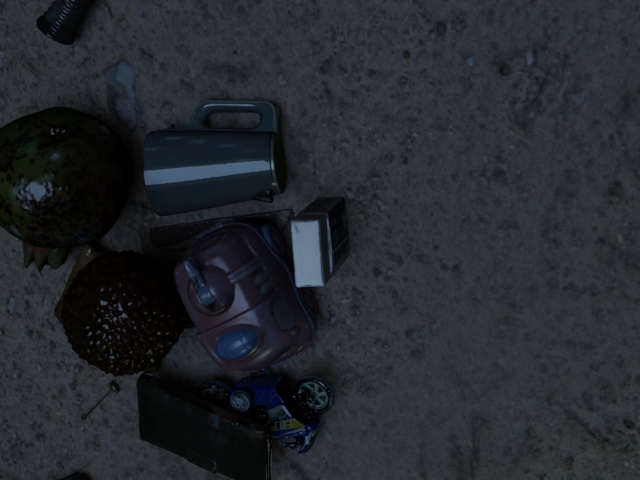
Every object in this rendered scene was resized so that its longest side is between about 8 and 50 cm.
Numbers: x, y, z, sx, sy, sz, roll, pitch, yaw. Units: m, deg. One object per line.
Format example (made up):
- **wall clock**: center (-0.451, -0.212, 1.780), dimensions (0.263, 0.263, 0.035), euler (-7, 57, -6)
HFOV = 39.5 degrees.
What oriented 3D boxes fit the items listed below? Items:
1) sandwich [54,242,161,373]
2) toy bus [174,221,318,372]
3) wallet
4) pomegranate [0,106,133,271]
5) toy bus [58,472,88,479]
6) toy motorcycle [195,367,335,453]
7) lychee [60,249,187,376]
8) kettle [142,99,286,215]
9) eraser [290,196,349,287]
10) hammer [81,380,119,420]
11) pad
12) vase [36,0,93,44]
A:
- **sandwich**: center (-0.399, 0.127, 1.801), dimensions (0.245, 0.063, 0.212), euler (30, 108, 6)
- **toy bus**: center (-0.150, 0.116, 1.645), dimensions (0.197, 0.232, 0.294), euler (-25, 95, 17)
- **wallet**: center (-0.231, 0.378, 1.762), dimensions (0.317, 0.044, 0.168), euler (17, 123, 25)
- **pomegranate**: center (-0.500, -0.077, 1.692), dimensions (0.285, 0.285, 0.340), euler (26, 131, 7)
- **toy bus**: center (-0.582, 0.577, 1.931), dimensions (0.178, 0.098, 0.086), euler (-22, 96, 17)
- **toy motorcycle**: center (-0.108, 0.343, 1.760), dimensions (0.316, 0.113, 0.168), euler (-7, 110, 24)
- **lychee**: center (-0.361, 0.130, 1.638), dimensions (0.236, 0.271, 0.235), euler (0, 79, -3)
- **kettle**: center (-0.190, -0.160, 1.661), dimensions (0.243, 0.160, 0.210), euler (-6, 73, 8)
- **eraser**: center (0.000, 0.000, 1.599), dimensions (0.068, 0.210, 0.124), euler (0, 102, 12)
- **hammer**: center (-0.471, 0.344, 1.897), dimensions (0.123, 0.014, 0.029), euler (-45, 81, 21)
- **pad**: center (-0.192, 0.063, 1.768), dimensions (0.330, 0.004, 0.219), euler (-8, 101, 15)
- **vase**: center (-0.438, -0.480, 1.658), dimensions (0.115, 0.115, 0.237), euler (40, 113, 2)
